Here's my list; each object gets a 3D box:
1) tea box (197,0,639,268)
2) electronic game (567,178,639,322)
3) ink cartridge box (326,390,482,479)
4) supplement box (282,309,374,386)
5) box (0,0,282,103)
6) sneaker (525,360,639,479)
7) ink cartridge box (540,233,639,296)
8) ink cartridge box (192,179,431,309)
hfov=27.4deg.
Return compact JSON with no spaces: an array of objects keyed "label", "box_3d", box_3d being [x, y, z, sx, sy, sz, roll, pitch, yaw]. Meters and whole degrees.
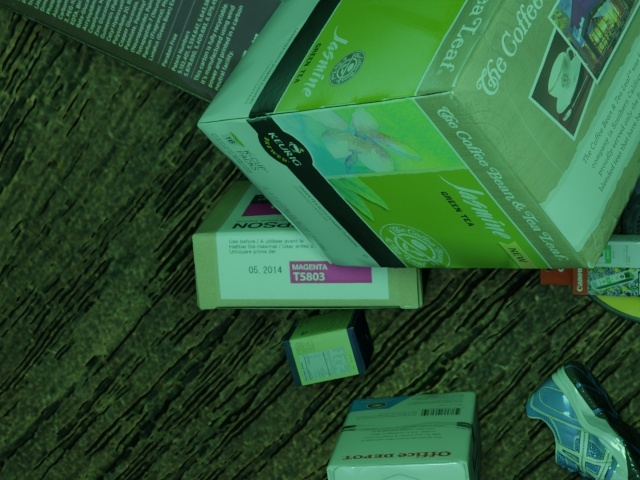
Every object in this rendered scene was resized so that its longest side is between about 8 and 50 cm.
[{"label":"tea box","box_3d":[0.129,-0.164,1.166,0.323,0.329,0.220,-1,141,50]},{"label":"electronic game","box_3d":[0.368,-0.018,1.404,0.229,0.048,0.229,3,106,10]},{"label":"ink cartridge box","box_3d":[0.097,0.243,1.441,0.148,0.203,0.086,-4,104,11]},{"label":"supplement box","box_3d":[0.010,0.119,1.485,0.083,0.083,0.056,-13,102,12]},{"label":"box","box_3d":[-0.199,-0.274,1.362,0.381,0.191,0.143,24,108,2]},{"label":"sneaker","box_3d":[0.314,0.238,1.475,0.081,0.080,0.211,-35,87,23]},{"label":"ink cartridge box","box_3d":[0.290,0.026,1.399,0.115,0.029,0.063,2,109,17]},{"label":"ink cartridge box","box_3d":[0.000,0.000,1.396,0.234,0.193,0.088,0,108,9]}]
